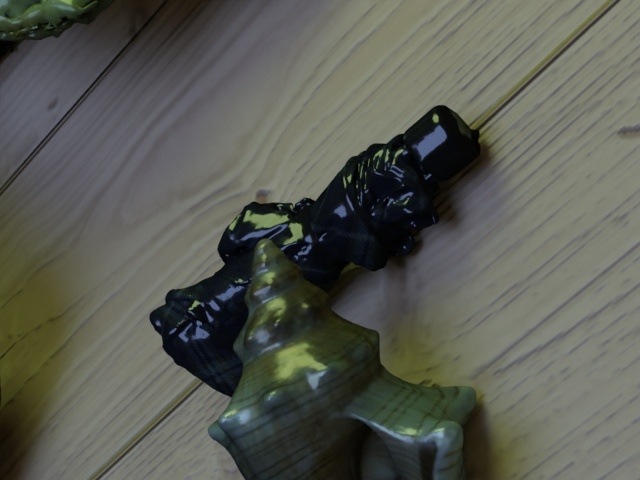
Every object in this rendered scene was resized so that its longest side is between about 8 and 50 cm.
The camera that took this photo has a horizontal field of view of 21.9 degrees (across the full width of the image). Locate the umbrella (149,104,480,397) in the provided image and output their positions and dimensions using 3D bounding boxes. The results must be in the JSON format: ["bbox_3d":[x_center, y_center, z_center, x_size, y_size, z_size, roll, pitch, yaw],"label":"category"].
[{"bbox_3d":[-0.001,-0.002,0.937,0.224,0.080,0.071,-40,20,28],"label":"umbrella"}]

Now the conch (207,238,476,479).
[{"bbox_3d":[0.029,0.104,0.861,0.234,0.114,0.137,46,131,2],"label":"conch"}]

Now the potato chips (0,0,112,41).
[{"bbox_3d":[-0.138,-0.301,1.089,0.429,0.070,0.358,-28,54,19],"label":"potato chips"}]

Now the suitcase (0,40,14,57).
[{"bbox_3d":[-0.380,-0.238,1.304,0.229,0.152,0.335,-39,56,34],"label":"suitcase"}]
